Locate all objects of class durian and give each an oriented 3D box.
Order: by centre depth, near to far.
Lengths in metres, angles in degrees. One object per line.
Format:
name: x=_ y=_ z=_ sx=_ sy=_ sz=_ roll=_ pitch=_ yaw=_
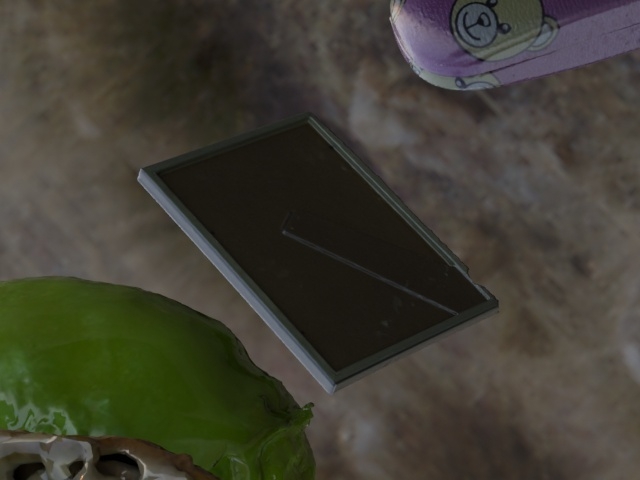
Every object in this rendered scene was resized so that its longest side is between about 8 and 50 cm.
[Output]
durian: x=-0.167 y=0.138 z=1.033 sx=0.255 sy=0.340 sz=0.204 roll=64 pitch=-178 yaw=28

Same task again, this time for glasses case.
glasses case: x=0.204 y=-0.188 z=1.272 sx=0.123 sy=0.316 sz=0.075 roll=-114 pitch=8 yaw=-45

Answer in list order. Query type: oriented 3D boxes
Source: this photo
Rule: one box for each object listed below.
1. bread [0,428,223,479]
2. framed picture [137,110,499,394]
bread: x=-0.111 y=0.180 z=0.551 sx=0.274 sy=0.274 sz=0.149 roll=34 pitch=144 yaw=44
framed picture: x=0.000 y=0.000 z=1.653 sx=0.289 sy=0.211 sz=0.020 roll=46 pitch=139 yaw=27
